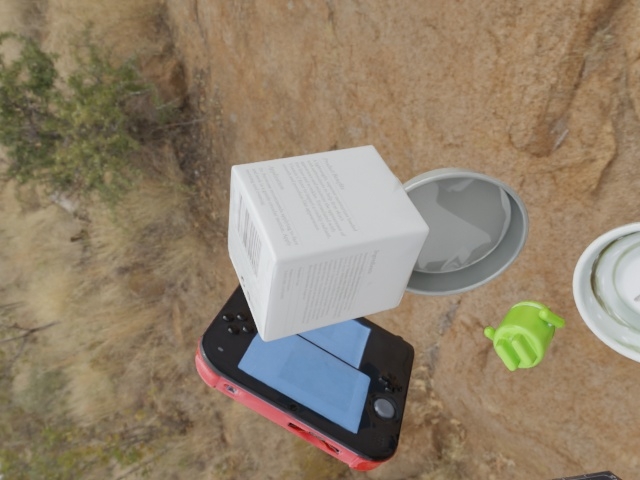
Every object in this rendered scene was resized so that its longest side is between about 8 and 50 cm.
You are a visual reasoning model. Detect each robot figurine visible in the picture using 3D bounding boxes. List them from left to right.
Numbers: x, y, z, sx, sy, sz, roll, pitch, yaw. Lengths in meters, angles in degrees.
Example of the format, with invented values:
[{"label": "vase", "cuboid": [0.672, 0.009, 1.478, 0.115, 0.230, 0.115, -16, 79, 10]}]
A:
[{"label": "robot figurine", "cuboid": [0.275, 0.125, 0.766, 0.101, 0.115, 0.067, -35, 90, 43]}]

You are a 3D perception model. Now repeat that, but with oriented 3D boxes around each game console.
[{"label": "game console", "cuboid": [-0.010, 0.213, 1.070, 0.387, 0.342, 0.060, 31, 126, -1]}]

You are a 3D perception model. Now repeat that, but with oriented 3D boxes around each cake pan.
[{"label": "cake pan", "cuboid": [0.235, -0.016, 1.071, 0.054, 0.293, 0.293, -93, 14, -51]}]

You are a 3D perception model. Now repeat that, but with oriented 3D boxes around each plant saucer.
[{"label": "plant saucer", "cuboid": [0.840, 0.123, 1.397, 0.400, 0.100, 0.400, 22, 128, 32]}]

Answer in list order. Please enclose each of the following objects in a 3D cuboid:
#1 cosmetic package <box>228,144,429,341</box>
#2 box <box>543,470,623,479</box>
[{"label": "cosmetic package", "cuboid": [0.000, 0.000, 0.676, 0.151, 0.184, 0.151, 103, 149, -47]}, {"label": "box", "cuboid": [0.481, 0.454, 0.876, 0.231, 0.183, 0.056, 30, 110, 56]}]
